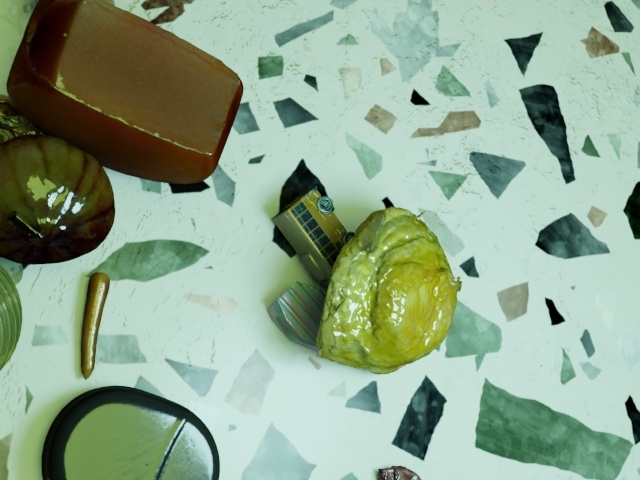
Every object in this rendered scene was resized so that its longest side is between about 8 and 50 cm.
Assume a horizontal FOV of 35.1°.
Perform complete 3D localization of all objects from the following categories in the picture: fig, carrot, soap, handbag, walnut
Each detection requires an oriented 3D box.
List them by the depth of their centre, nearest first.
[{"bbox_3d":[-0.457,-0.056,1.666,0.235,0.235,0.214,-23,60,-26],"label":"fig"},{"bbox_3d":[-0.319,0.385,1.724,0.307,0.093,0.254,23,72,-19],"label":"handbag"},{"bbox_3d":[-0.545,-0.192,1.745,0.121,0.052,0.091,29,68,-21],"label":"walnut"},{"bbox_3d":[-0.398,0.148,1.765,0.037,0.037,0.190,12,80,-22],"label":"carrot"},{"bbox_3d":[-0.025,0.146,1.917,0.149,0.056,0.100,48,63,-10],"label":"soap"}]

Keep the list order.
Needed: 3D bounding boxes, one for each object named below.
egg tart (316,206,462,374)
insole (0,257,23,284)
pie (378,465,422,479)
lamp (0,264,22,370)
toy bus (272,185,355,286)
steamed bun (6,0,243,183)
[{"bbox_3d":[0.151,0.101,1.896,0.351,0.153,0.340,33,74,-47],"label":"egg tart"},{"bbox_3d":[-0.596,0.026,1.710,0.193,0.006,0.065,23,72,-19],"label":"insole"},{"bbox_3d":[0.120,0.538,1.918,0.218,0.054,0.205,-11,86,-27],"label":"pie"},{"bbox_3d":[-0.589,0.131,1.547,0.250,0.284,0.250,-1,109,-2],"label":"lamp"},{"bbox_3d":[0.000,0.000,1.934,0.103,0.091,0.182,-39,97,-26],"label":"toy bus"},{"bbox_3d":[-0.339,-0.249,1.739,0.379,0.248,0.235,23,69,-21],"label":"steamed bun"}]
